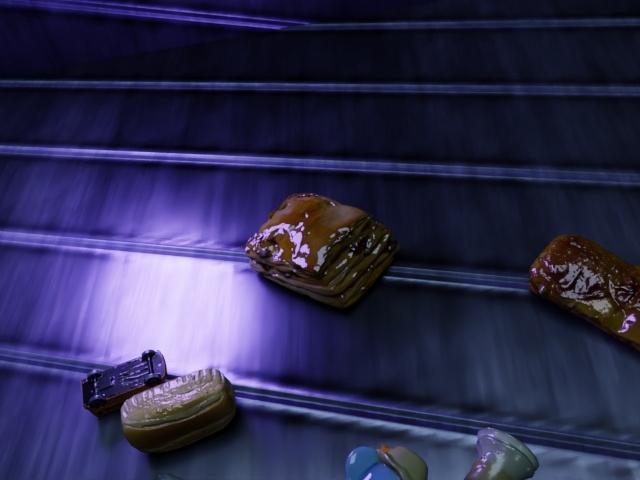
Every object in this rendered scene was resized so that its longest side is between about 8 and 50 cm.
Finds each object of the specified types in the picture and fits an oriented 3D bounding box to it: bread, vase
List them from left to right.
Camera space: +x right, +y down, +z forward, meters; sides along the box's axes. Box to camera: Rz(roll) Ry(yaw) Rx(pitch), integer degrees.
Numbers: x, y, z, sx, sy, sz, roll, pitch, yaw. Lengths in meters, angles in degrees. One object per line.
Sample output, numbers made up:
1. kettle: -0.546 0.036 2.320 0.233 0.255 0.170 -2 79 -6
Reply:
1. bread: -0.295 0.365 1.374 0.237 0.140 0.106 -21 44 -7
2. bread: 0.000 0.000 1.621 0.325 0.167 0.277 27 59 30
3. vase: 0.246 0.480 1.099 0.173 0.173 0.321 25 59 30
4. bread: 0.649 0.124 1.409 0.381 0.109 0.185 30 60 31

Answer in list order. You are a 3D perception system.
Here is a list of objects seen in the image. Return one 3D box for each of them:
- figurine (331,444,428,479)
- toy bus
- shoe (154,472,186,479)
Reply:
1. figurine: 0.091 0.486 1.175 0.262 0.153 0.180 -34 61 -23
2. toy bus: -0.437 0.325 1.477 0.195 0.088 0.083 -21 48 -4
3. shoe: -0.255 0.528 1.277 0.078 0.079 0.195 -4 25 -42
